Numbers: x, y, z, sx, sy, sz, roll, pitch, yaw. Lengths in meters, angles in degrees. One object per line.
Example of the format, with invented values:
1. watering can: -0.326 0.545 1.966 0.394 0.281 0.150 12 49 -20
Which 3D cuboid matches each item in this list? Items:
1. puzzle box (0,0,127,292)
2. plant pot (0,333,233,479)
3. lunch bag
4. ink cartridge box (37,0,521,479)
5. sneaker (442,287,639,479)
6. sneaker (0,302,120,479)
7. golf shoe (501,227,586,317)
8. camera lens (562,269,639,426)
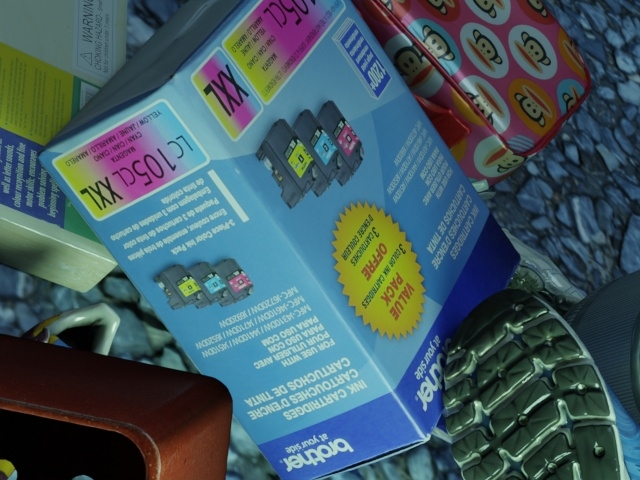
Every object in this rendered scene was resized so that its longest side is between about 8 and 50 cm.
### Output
1. puzzle box: -0.277 -0.176 1.365 0.272 0.052 0.409 24 46 -31
2. plant pot: -0.177 0.174 0.977 0.267 0.267 0.236 10 13 16
3. lunch bag: 0.112 -0.189 1.705 0.293 0.120 0.258 49 39 -3
4. ink cartridge box: 0.000 0.000 1.383 0.395 0.151 0.270 56 36 -17
5. sneaker: 0.203 0.189 1.319 0.330 0.129 0.147 63 18 9
6. sneaker: -0.202 0.103 1.188 0.069 0.084 0.185 44 38 -9
7. golf shoe: 0.223 0.050 1.670 0.176 0.069 0.086 39 34 -16
8. camera lens: 0.320 0.121 1.488 0.219 0.274 0.219 3 78 -16
